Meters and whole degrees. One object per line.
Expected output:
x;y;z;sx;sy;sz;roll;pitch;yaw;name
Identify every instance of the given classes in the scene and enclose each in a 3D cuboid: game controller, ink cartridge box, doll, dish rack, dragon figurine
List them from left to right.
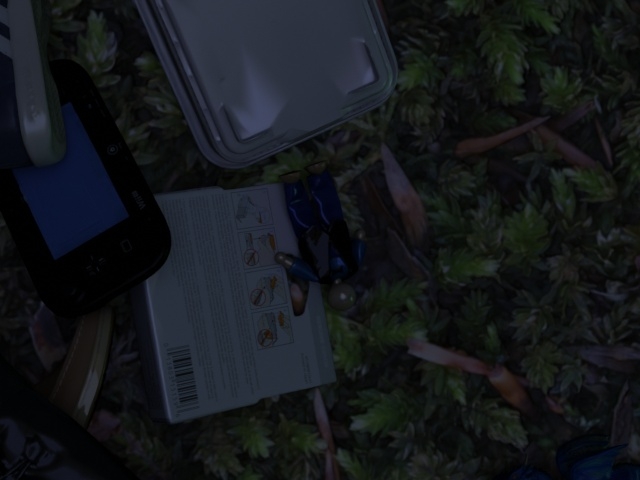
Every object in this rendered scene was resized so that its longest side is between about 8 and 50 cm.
-0.296;-0.067;1.262;0.166;0.067;0.319;-34;68;8;game controller
-0.115;0.069;1.346;0.239;0.060;0.275;-9;88;-33;ink cartridge box
-0.061;-0.270;1.310;0.286;0.072;0.332;-25;111;-9;dish rack
0.000;0.000;1.364;0.129;0.046;0.189;-21;97;-22;doll
0.358;0.300;1.384;0.289;0.085;0.144;-26;92;-7;dragon figurine

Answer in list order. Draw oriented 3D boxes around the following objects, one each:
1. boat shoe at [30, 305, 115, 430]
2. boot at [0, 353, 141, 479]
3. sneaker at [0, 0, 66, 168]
-0.338;0.228;1.276;0.110;0.121;0.341;21;86;-7;boat shoe
-0.370;0.338;1.177;0.445;0.146;0.367;44;99;-6;boot
-0.393;-0.240;1.250;0.148;0.131;0.350;-11;65;-3;sneaker
